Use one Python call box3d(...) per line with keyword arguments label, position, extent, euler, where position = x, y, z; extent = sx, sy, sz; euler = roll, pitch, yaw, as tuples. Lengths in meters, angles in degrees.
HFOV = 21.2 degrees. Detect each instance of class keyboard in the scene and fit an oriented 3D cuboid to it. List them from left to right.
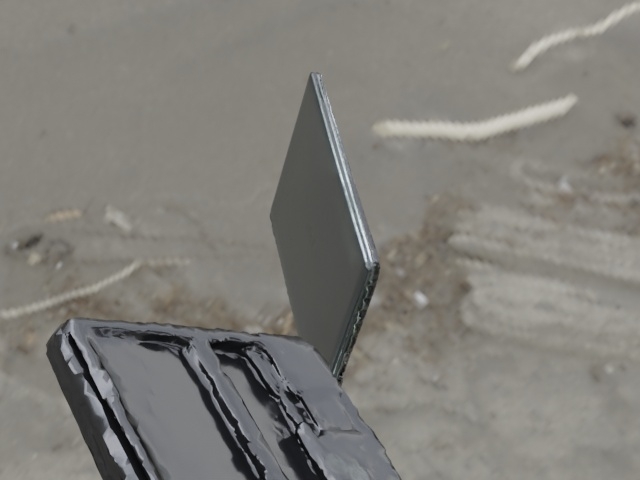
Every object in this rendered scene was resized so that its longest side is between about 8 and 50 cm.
box3d(label="keyboard", position=(0.027, 0.110, 0.309), extent=(0.087, 0.017, 0.250), euler=(7, 41, -49))

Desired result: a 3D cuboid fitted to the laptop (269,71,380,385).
box3d(label="laptop", position=(0.000, 0.000, 1.040), extent=(0.016, 0.129, 0.180), euler=(3, 42, -18))
